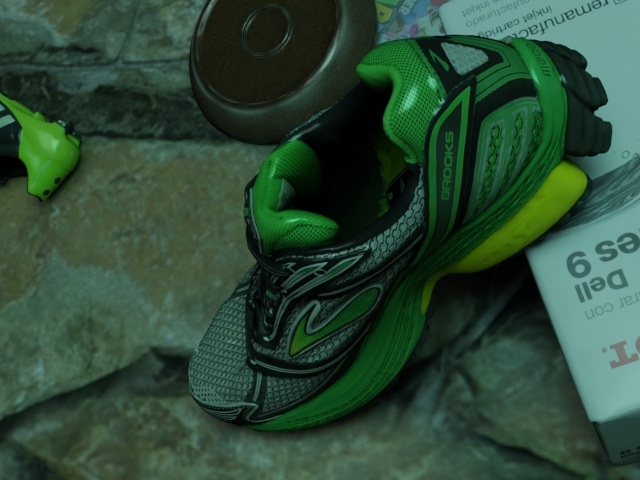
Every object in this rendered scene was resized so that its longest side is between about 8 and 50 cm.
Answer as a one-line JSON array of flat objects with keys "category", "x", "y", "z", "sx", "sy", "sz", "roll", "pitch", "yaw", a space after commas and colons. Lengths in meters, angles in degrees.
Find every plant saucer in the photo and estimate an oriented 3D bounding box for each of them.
[{"category": "plant saucer", "x": -0.037, "y": -0.160, "z": 0.790, "sx": 0.168, "sy": 0.029, "sz": 0.168, "roll": -7, "pitch": 71, "yaw": 23}]

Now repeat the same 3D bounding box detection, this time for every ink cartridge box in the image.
[{"category": "ink cartridge box", "x": 0.218, "y": -0.040, "z": 0.601, "sx": 0.211, "sy": 0.121, "sz": 0.289, "roll": -21, "pitch": 62, "yaw": 11}]

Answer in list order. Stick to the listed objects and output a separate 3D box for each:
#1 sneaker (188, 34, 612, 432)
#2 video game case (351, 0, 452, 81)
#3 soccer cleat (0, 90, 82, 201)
[{"category": "sneaker", "x": 0.000, "y": 0.000, "z": 0.593, "sx": 0.343, "sy": 0.146, "sz": 0.134, "roll": -51, "pitch": 46, "yaw": 38}, {"category": "video game case", "x": 0.049, "y": -0.181, "z": 0.788, "sx": 0.166, "sy": 0.015, "sz": 0.119, "roll": 39, "pitch": 84, "yaw": 29}, {"category": "soccer cleat", "x": -0.281, "y": -0.093, "z": 0.849, "sx": 0.179, "sy": 0.060, "sz": 0.072, "roll": 28, "pitch": 81, "yaw": 25}]
